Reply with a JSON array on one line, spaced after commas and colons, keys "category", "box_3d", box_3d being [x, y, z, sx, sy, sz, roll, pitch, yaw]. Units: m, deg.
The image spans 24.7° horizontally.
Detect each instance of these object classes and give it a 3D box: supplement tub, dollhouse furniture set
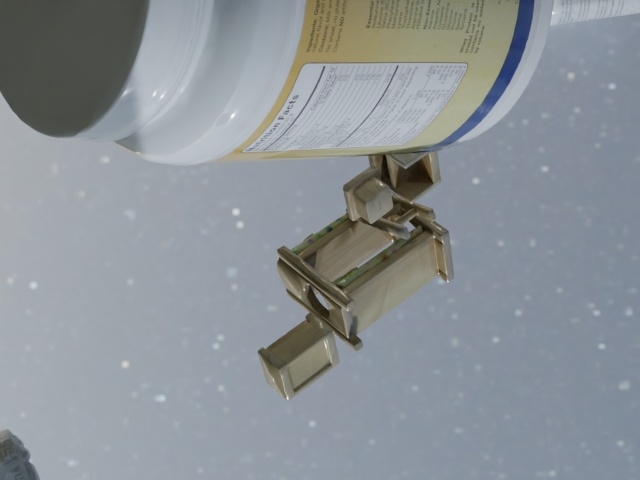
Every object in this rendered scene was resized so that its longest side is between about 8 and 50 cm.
[{"category": "supplement tub", "box_3d": [0.194, -0.192, 1.042, 0.071, 0.107, 0.071, 171, -90, -88]}, {"category": "supplement tub", "box_3d": [-0.032, -0.164, 0.916, 0.228, 0.316, 0.228, 7, -81, 48]}, {"category": "dollhouse furniture set", "box_3d": [0.000, 0.000, 1.161, 0.101, 0.182, 0.161, 37, -28, 38]}]

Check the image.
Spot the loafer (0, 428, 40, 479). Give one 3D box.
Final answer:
[{"category": "loafer", "box_3d": [-0.235, 0.199, 0.960, 0.319, 0.112, 0.111, 142, -69, -71]}]
